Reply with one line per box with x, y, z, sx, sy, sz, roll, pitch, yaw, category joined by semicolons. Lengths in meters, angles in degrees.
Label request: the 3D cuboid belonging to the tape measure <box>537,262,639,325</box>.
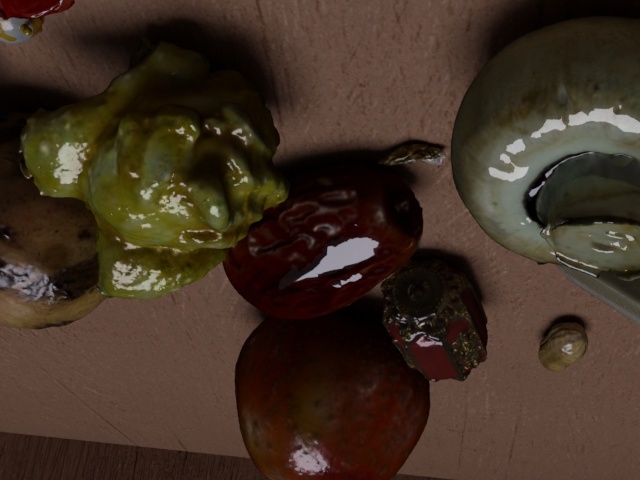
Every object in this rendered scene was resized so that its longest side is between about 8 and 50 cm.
0.437;-0.020;1.385;0.133;0.231;0.271;45;175;-35;tape measure

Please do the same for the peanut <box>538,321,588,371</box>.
0.459;0.204;1.968;0.080;0.080;0.174;9;157;-1;peanut

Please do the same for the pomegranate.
-0.421;-0.025;1.492;0.322;0.322;0.322;7;154;3;pomegranate

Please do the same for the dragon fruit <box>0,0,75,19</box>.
-0.311;-0.308;1.057;0.209;0.172;0.172;10;158;32;dragon fruit

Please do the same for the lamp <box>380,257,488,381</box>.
0.203;0.141;1.818;0.177;0.177;0.274;-2;152;21;lamp

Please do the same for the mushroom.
0.322;-0.090;1.184;0.352;0.260;0.352;11;149;7;mushroom

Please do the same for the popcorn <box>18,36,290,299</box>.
-0.185;-0.073;1.327;0.290;0.326;0.321;11;167;35;popcorn

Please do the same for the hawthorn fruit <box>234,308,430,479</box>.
0.015;0.332;2.008;0.403;0.403;0.403;7;154;3;hawthorn fruit

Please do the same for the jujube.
0.000;0.000;1.566;0.318;0.223;0.223;-23;140;36;jujube

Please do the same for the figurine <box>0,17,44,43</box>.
-0.404;-0.285;1.259;0.143;0.068;0.101;30;144;-5;figurine

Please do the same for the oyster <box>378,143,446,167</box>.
0.129;-0.119;1.462;0.093;0.034;0.051;-2;170;-3;oyster
